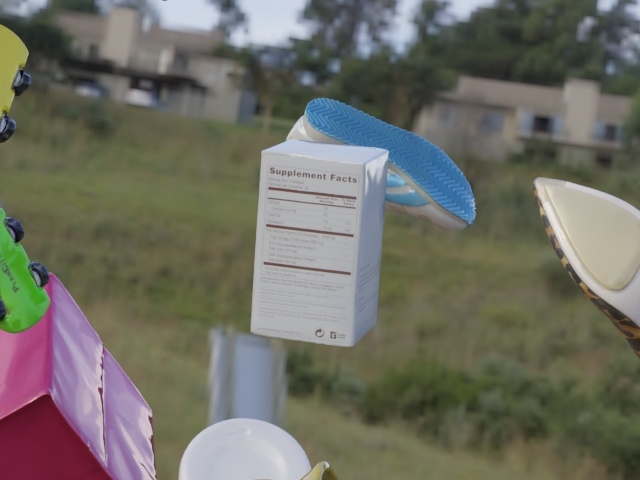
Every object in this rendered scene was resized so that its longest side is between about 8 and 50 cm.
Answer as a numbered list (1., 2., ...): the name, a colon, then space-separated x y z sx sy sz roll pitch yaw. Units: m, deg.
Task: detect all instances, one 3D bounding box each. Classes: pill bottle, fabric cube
1. pill bottle: -0.070 0.237 1.506 0.108 0.108 0.180 8 -39 -3
2. fabric cube: -0.358 0.244 2.123 0.254 0.259 0.258 -27 30 8

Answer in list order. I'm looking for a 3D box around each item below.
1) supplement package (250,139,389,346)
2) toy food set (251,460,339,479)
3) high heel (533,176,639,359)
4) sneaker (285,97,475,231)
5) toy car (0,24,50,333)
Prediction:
1. supplement package: 0.000 0.000 1.748 0.105 0.179 0.105 7 10 14
2. toy food set: -0.024 0.235 1.329 0.128 0.071 0.218 -31 -25 -3
3. high heel: 0.292 0.054 1.752 0.261 0.093 0.186 44 -12 12
4. sneaker: 0.067 -0.071 2.018 0.228 0.087 0.092 28 -51 -10
5. toy car: -0.286 -0.027 1.410 0.053 0.225 0.239 -6 27 42
